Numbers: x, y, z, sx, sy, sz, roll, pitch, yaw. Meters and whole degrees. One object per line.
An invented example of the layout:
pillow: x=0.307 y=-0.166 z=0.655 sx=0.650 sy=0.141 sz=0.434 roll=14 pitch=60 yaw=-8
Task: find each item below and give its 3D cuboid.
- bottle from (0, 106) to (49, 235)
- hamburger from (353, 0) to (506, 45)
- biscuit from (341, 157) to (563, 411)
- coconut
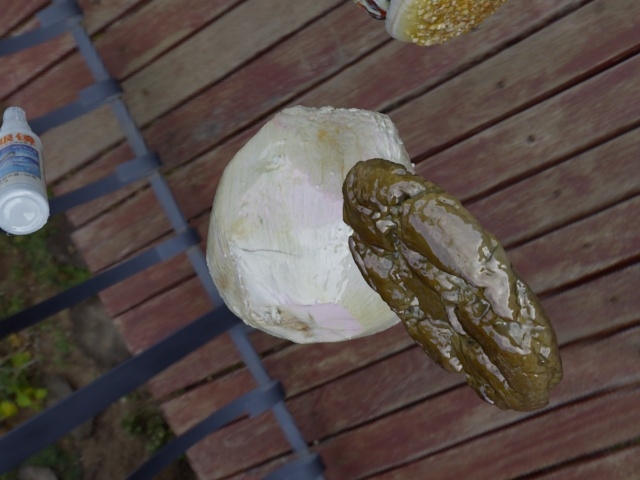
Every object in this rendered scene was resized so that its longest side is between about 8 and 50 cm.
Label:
bottle: x=-0.332 y=-0.085 z=1.257 sx=0.060 sy=0.217 sz=0.060 roll=-8 pitch=124 yaw=-11
hamburger: x=0.153 y=-0.332 z=1.166 sx=0.302 sy=0.302 sz=0.170 roll=-42 pitch=85 yaw=29
biscuit: x=0.085 y=0.035 z=0.806 sx=0.042 sy=0.226 sz=0.226 roll=-39 pitch=85 yaw=-13
coconut: x=0.000 y=0.000 z=1.435 sx=0.297 sy=0.297 sz=0.254 roll=-33 pitch=45 yaw=30
